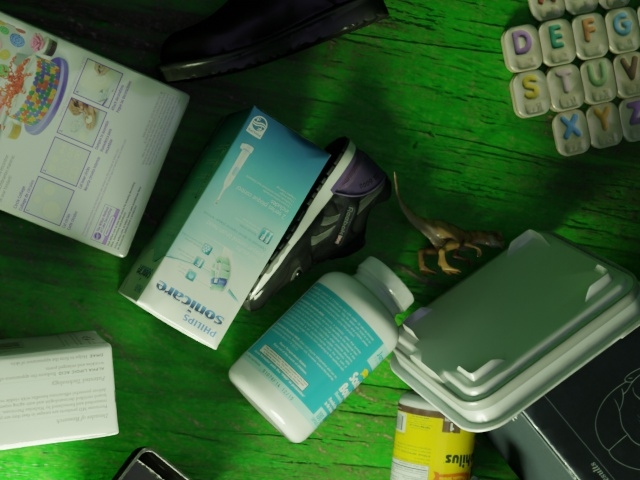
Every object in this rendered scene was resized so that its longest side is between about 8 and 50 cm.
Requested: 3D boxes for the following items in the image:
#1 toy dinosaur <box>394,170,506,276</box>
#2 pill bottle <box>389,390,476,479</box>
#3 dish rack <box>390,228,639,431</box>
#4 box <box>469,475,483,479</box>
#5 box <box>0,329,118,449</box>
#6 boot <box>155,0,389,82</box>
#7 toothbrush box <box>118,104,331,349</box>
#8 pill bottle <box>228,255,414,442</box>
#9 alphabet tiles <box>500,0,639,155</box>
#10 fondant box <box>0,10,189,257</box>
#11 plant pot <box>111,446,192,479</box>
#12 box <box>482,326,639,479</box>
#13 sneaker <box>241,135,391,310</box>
[{"bbox_3d":[0.172,-0.008,1.876,0.212,0.064,0.112,21,68,-25],"label":"toy dinosaur"},{"bbox_3d":[0.161,0.331,1.845,0.117,0.117,0.214,6,90,-16],"label":"pill bottle"},{"bbox_3d":[0.267,0.105,1.778,0.333,0.285,0.072,-35,120,-11],"label":"dish rack"},{"bbox_3d":[0.220,0.439,1.827,0.051,0.220,0.175,27,82,26],"label":"box"},{"bbox_3d":[-0.366,0.191,1.658,0.182,0.181,0.119,-5,94,-16],"label":"box"},{"bbox_3d":[-0.096,-0.374,1.743,0.348,0.131,0.260,-22,96,-12],"label":"boot"},{"bbox_3d":[-0.135,-0.019,1.700,0.126,0.216,0.295,33,82,-14],"label":"toothbrush box"},{"bbox_3d":[0.009,0.145,1.781,0.264,0.146,0.146,-45,102,-10],"label":"pill bottle"},{"bbox_3d":[0.417,-0.278,1.949,0.284,0.021,0.277,-12,95,-15],"label":"alphabet tiles"},{"bbox_3d":[-0.372,-0.147,1.691,0.330,0.096,0.238,23,86,-16],"label":"fondant box"},{"bbox_3d":[-0.233,0.390,1.710,0.187,0.167,0.188,41,80,-13],"label":"plant pot"},{"bbox_3d":[0.476,0.238,1.823,0.395,0.212,0.293,-35,78,-17],"label":"box"},{"bbox_3d":[0.000,0.000,1.800,0.124,0.107,0.283,39,82,-20],"label":"sneaker"}]
